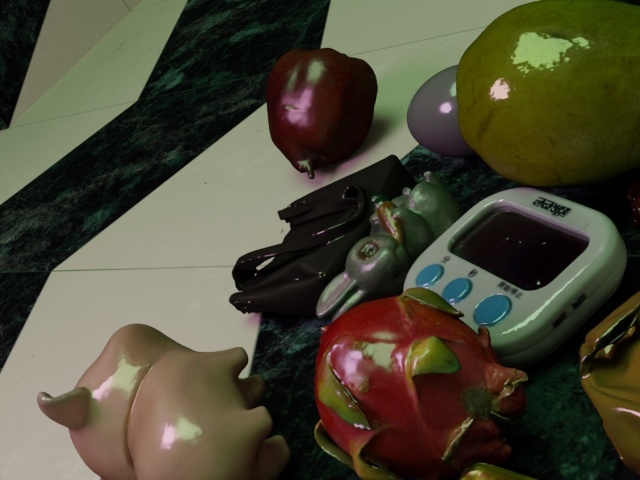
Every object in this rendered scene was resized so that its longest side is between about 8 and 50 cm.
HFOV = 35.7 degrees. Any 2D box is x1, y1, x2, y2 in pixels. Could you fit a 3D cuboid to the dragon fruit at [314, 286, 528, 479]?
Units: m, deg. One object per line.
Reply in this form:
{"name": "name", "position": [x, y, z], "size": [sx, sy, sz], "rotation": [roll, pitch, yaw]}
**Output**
{"name": "dragon fruit", "position": [0.102, 0.167, 1.088], "size": [0.224, 0.224, 0.227], "rotation": [-41, 39, -13]}

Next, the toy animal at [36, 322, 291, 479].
{"name": "toy animal", "position": [-0.192, 0.242, 1.276], "size": [0.269, 0.237, 0.326], "rotation": [-25, 31, -7]}

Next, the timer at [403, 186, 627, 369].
{"name": "timer", "position": [0.241, 0.046, 1.243], "size": [0.237, 0.087, 0.262], "rotation": [-40, 30, -11]}

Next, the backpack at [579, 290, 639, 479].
{"name": "backpack", "position": [0.433, 0.095, 0.863], "size": [0.378, 0.201, 0.353], "rotation": [-43, 29, -12]}

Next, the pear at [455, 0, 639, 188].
{"name": "pear", "position": [0.332, -0.192, 1.295], "size": [0.307, 0.253, 0.253], "rotation": [-9, 37, 24]}

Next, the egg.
{"name": "egg", "position": [0.225, -0.204, 1.572], "size": [0.199, 0.146, 0.146], "rotation": [-8, 38, 49]}

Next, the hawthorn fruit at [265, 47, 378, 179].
{"name": "hawthorn fruit", "position": [-0.006, -0.224, 1.799], "size": [0.208, 0.208, 0.248], "rotation": [-3, 65, 43]}

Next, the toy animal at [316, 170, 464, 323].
{"name": "toy animal", "position": [0.098, 0.023, 1.365], "size": [0.127, 0.125, 0.251], "rotation": [28, 61, 24]}

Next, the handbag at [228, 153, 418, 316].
{"name": "handbag", "position": [0.000, -0.001, 1.537], "size": [0.257, 0.113, 0.285], "rotation": [-12, 35, 45]}

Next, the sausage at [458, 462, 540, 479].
{"name": "sausage", "position": [0.205, 0.275, 0.895], "size": [0.117, 0.125, 0.317], "rotation": [-8, 10, -40]}

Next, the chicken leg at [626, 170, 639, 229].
{"name": "chicken leg", "position": [0.436, -0.037, 1.216], "size": [0.093, 0.053, 0.205], "rotation": [-55, 21, 8]}
